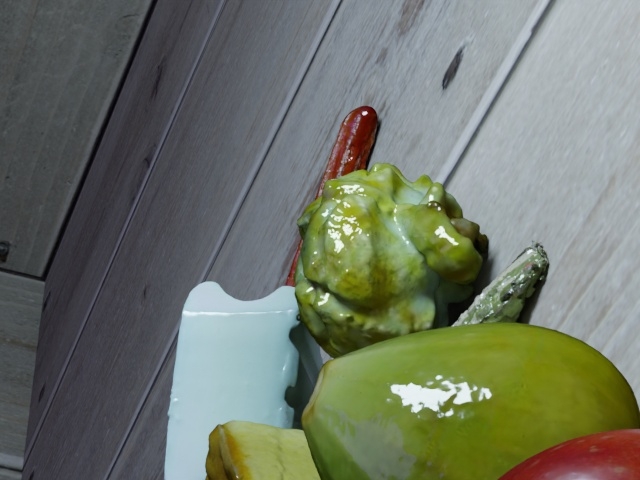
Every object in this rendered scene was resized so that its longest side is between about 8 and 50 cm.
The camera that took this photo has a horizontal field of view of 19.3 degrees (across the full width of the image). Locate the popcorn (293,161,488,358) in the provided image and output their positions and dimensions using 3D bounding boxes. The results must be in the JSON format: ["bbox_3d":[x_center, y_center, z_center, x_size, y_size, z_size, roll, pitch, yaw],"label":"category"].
[{"bbox_3d":[0.068,0.024,1.659,0.212,0.198,0.198,-25,47,39],"label":"popcorn"}]

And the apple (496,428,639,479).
[{"bbox_3d":[0.169,0.227,0.992,0.260,0.216,0.260,-165,90,-76],"label":"apple"}]

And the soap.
[{"bbox_3d":[-0.066,0.171,1.845,0.347,0.115,0.208,72,-156,-76],"label":"soap"}]

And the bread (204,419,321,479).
[{"bbox_3d":[-0.001,0.349,1.480,0.245,0.233,0.362,-112,35,-63],"label":"bread"}]

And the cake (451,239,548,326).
[{"bbox_3d":[0.140,0.060,1.562,0.051,0.055,0.140,-94,24,-65],"label":"cake"}]

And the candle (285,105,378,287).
[{"bbox_3d":[0.000,0.000,2.124,0.051,0.048,0.329,42,117,58],"label":"candle"}]

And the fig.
[{"bbox_3d":[0.104,0.159,1.277,0.207,0.230,0.207,-6,-90,-77],"label":"fig"}]
